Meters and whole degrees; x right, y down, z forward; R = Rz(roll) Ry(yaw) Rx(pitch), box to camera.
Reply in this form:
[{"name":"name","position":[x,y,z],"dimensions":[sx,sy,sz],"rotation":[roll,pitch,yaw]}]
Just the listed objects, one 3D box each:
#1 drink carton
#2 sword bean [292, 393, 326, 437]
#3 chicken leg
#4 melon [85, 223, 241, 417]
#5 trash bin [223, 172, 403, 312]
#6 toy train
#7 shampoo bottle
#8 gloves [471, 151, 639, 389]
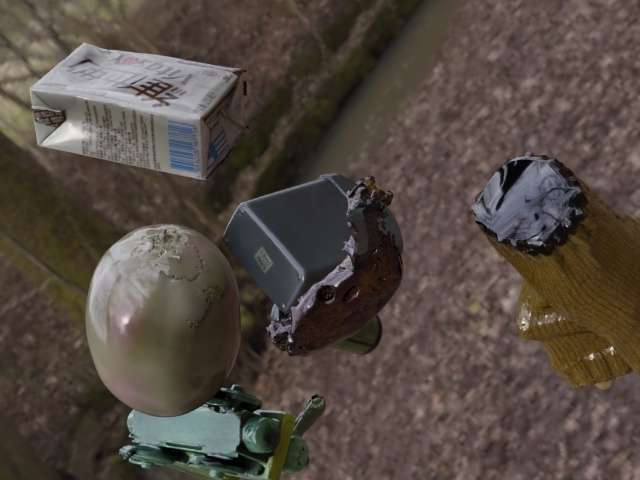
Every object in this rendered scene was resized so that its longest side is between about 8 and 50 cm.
[{"name":"drink carton","position":[-0.306,-0.229,2.021],"dimensions":[0.194,0.324,0.132],"rotation":[-59,-24,-52]},{"name":"sword bean","position":[-0.054,0.345,2.032],"dimensions":[0.269,0.038,0.043],"rotation":[124,157,-45]},{"name":"chicken leg","position":[0.026,0.029,1.068],"dimensions":[0.051,0.106,0.253],"rotation":[62,148,29]},{"name":"melon","position":[-0.222,0.116,1.675],"dimensions":[0.223,0.223,0.317],"rotation":[-68,-10,-48]},{"name":"trash bin","position":[0.000,0.000,1.658],"dimensions":[0.236,0.177,0.101],"rotation":[-17,-32,-44]},{"name":"toy train","position":[-0.158,0.323,1.901],"dimensions":[0.369,0.237,0.150],"rotation":[-4,65,49]},{"name":"shampoo bottle","position":[0.004,0.160,2.339],"dimensions":[0.101,0.284,0.101],"rotation":[-13,69,38]},{"name":"gloves","position":[0.297,0.044,1.263],"dimensions":[0.155,0.356,0.203],"rotation":[-47,40,-14]}]
